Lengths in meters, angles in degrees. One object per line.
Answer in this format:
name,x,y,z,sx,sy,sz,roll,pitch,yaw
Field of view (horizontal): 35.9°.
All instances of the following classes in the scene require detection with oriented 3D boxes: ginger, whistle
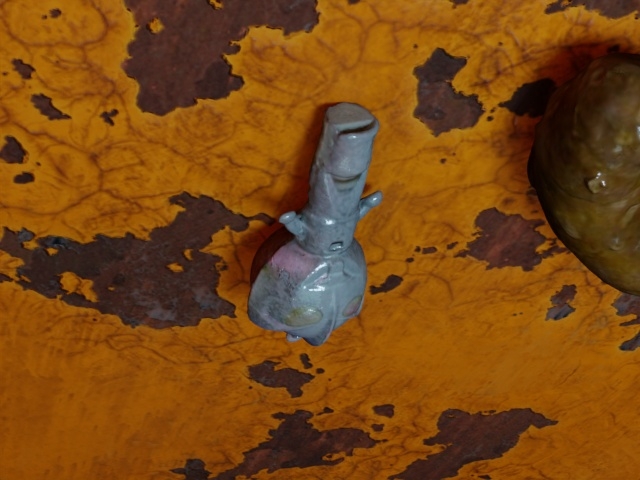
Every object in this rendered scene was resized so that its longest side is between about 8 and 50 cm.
ginger,0.307,-0.073,1.034,0.165,0.172,0.321,-41,143,-13
whistle,-0.001,-0.001,1.125,0.142,0.134,0.346,6,131,-8
